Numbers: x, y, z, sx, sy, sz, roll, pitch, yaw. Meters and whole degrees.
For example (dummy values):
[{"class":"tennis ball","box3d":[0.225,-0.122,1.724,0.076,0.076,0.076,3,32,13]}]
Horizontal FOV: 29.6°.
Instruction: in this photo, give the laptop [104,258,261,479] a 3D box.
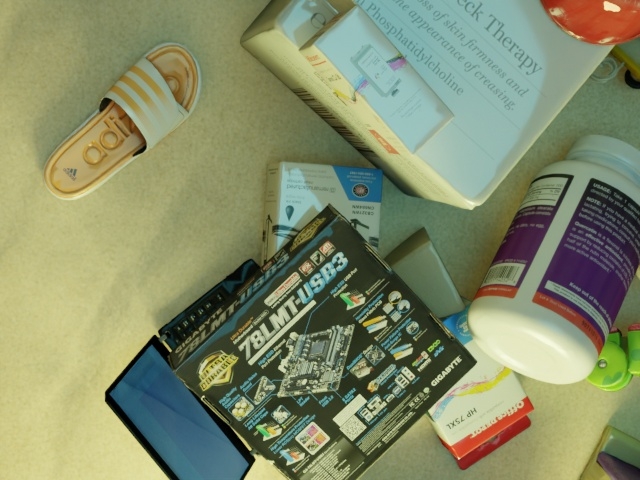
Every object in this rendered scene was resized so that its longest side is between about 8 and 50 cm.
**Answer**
[{"class":"laptop","box3d":[-0.118,0.200,1.630,0.264,0.136,0.234,-38,101,-5]}]

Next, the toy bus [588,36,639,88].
[{"class":"toy bus","box3d":[0.488,-0.268,1.708,0.202,0.104,0.191,5,62,19]}]

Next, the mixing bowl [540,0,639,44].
[{"class":"mixing bowl","box3d":[0.340,-0.310,1.349,0.181,0.098,0.181,-1,97,-12]}]

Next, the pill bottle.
[{"class":"pill bottle","box3d":[0.338,0.020,1.645,0.181,0.181,0.323,35,68,-12]}]

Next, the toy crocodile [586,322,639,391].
[{"class":"toy crocodile","box3d":[0.474,0.157,1.707,0.340,0.115,0.105,-3,79,19]}]

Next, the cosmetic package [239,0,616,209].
[{"class":"cosmetic package","box3d":[0.157,-0.298,1.532,0.329,0.327,0.394,40,87,-12]}]

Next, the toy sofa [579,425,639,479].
[{"class":"toy sofa","box3d":[0.497,0.363,1.644,0.150,0.362,0.177,26,97,-11]}]

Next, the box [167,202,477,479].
[{"class":"box","box3d":[0.006,0.156,1.583,0.295,0.073,0.293,-44,109,0]}]

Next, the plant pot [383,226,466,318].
[{"class":"plant pot","box3d":[0.131,0.058,1.682,0.096,0.109,0.109,-27,100,6]}]

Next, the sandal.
[{"class":"sandal","box3d":[-0.256,-0.149,1.599,0.265,0.076,0.102,-46,102,-3]}]

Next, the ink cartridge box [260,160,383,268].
[{"class":"ink cartridge box","box3d":[0.000,0.000,1.645,0.148,0.086,0.203,3,90,-16]}]

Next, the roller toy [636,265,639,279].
[{"class":"roller toy","box3d":[0.530,-0.013,1.696,0.146,0.191,0.209,21,91,-12]}]

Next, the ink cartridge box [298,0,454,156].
[{"class":"ink cartridge box","box3d":[0.044,-0.184,1.298,0.067,0.115,0.198,-43,100,-3]}]

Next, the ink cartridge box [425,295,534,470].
[{"class":"ink cartridge box","box3d":[0.207,0.210,1.719,0.134,0.078,0.231,-33,101,-6]}]
